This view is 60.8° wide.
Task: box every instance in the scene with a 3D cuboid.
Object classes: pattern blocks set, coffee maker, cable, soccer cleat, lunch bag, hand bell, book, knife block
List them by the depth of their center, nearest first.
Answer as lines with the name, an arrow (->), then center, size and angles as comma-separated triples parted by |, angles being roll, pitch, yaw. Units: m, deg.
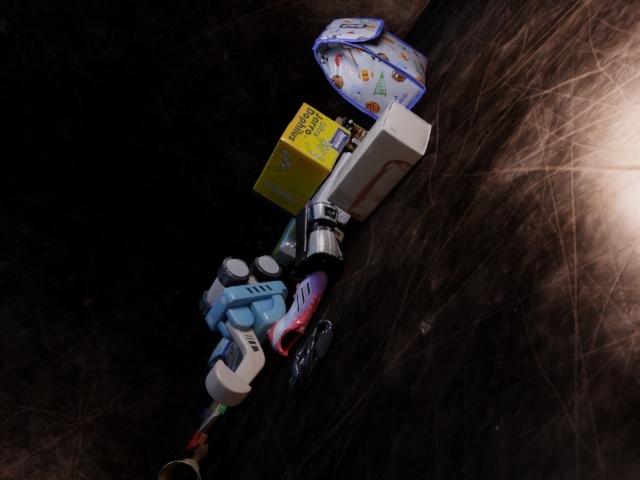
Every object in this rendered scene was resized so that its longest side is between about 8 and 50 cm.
cable -> -0.035, 0.264, 1.207 | 0.150, 0.047, 0.184 | -44, 18, 59
soccer cleat -> -0.050, 0.197, 1.469 | 0.248, 0.083, 0.095 | -53, 39, 5
coffee maker -> -0.024, 0.002, 1.511 | 0.171, 0.120, 0.178 | -17, 54, 24
hand bell -> -0.388, 0.678, 1.665 | 0.126, 0.126, 0.242 | -58, -3, 7
lunch bag -> 0.171, -0.616, 1.893 | 0.238, 0.386, 0.327 | -53, 10, 34
pattern blocks set -> -0.383, 0.619, 1.987 | 0.325, 0.026, 0.285 | -48, 14, 49
knife block -> 0.149, -0.361, 2.015 | 0.242, 0.276, 0.088 | 39, 99, 46
book -> -0.345, 0.499, 2.161 | 0.144, 0.035, 0.096 | -50, 16, 47
lunch bag -> -0.421, 0.493, 2.388 | 0.128, 0.096, 0.151 | -69, 4, -49

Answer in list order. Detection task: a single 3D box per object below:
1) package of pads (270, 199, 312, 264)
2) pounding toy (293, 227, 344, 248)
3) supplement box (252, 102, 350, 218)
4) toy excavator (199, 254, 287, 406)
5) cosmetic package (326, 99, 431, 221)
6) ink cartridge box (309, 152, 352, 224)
package of pads -> -0.091, -0.042, 2.340 | 0.296, 0.101, 0.229 | -63, 8, -18
pounding toy -> 0.000, 0.000, 1.680 | 0.100, 0.130, 0.141 | -32, 26, 44
supplement box -> -0.075, -0.270, 1.921 | 0.194, 0.195, 0.356 | -63, 9, -33
toy excavator -> -0.240, 0.286, 1.789 | 0.433, 0.445, 0.222 | -5, -41, -47
cosmetic package -> 0.153, -0.206, 1.471 | 0.296, 0.129, 0.153 | -50, 11, 46
ink cartridge box -> 0.072, -0.183, 1.843 | 0.211, 0.122, 0.289 | -58, 8, 4
